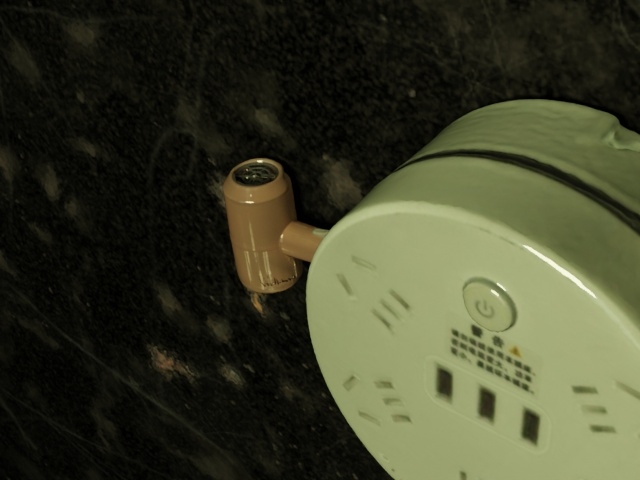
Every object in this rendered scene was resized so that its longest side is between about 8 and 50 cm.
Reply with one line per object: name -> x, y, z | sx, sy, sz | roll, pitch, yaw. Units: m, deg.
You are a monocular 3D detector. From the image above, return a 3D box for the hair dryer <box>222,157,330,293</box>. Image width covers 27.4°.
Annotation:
hair dryer -> 0.000, 0.000, 1.159 | 0.181, 0.064, 0.117 | 15, 132, 26

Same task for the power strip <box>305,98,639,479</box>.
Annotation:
power strip -> 0.161, 0.085, 0.976 | 0.357, 0.161, 0.357 | 27, 139, 26
